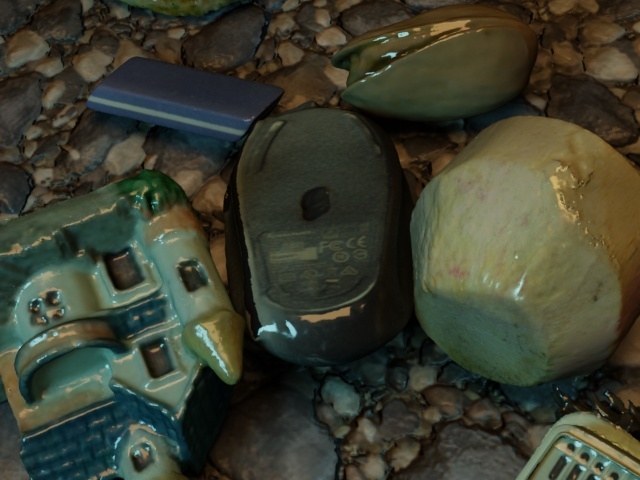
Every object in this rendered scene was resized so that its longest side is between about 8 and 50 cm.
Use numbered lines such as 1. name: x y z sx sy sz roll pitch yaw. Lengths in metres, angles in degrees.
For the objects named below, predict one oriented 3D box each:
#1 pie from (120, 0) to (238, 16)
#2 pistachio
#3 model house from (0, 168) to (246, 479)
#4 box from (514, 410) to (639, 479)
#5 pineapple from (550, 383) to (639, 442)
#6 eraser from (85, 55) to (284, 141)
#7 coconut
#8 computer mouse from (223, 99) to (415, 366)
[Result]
1. pie: -0.164 -0.397 1.891 0.315 0.092 0.315 -2 59 4
2. pistachio: 0.126 -0.194 1.679 0.226 0.136 0.136 -9 53 2
3. model house: -0.189 0.134 1.441 0.267 0.194 0.325 -21 58 -9
4. box: 0.210 0.303 1.236 0.220 0.166 0.290 34 89 25
5. pineapple: 0.376 0.185 1.361 0.362 0.202 0.202 2 52 26
6. eraser: -0.153 -0.160 1.715 0.225 0.036 0.082 14 38 23
7. coconut: 0.211 0.003 1.463 0.259 0.259 0.259 -3 54 4
8. computer mouse: -0.001 0.003 1.560 0.203 0.114 0.374 -5 41 5
